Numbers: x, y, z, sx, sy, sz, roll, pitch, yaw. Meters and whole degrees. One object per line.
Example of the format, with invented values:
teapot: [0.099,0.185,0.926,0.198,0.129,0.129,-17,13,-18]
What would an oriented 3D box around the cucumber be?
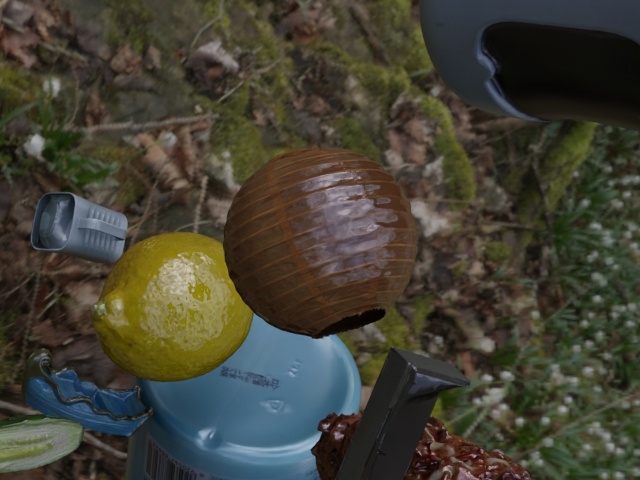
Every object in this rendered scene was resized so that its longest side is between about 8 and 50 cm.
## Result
cucumber: [-0.315,0.215,1.110,0.107,0.035,0.067,0,113,-37]

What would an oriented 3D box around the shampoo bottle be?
shampoo bottle: [-0.124,0.310,1.525,0.331,0.342,0.331,7,39,-6]

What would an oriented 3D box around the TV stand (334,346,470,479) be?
TV stand: [0.020,0.192,0.635,0.049,0.040,0.256,19,99,-23]

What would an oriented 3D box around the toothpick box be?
toothpick box: [0.248,-0.224,0.891,0.263,0.355,0.263,-14,111,-40]

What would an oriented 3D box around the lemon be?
lemon: [-0.177,0.081,1.230,0.244,0.187,0.187,-15,87,-56]

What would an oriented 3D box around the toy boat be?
toy boat: [-0.299,0.190,1.292,0.185,0.075,0.077,25,102,-38]

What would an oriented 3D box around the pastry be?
pastry: [0.081,0.196,0.818,0.097,0.208,0.115,-5,98,-33]

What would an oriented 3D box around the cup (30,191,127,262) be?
cup: [-0.377,-0.019,1.632,0.129,0.128,0.095,21,74,-53]

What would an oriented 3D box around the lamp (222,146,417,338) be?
lamp: [0.000,0.000,0.696,0.136,0.136,0.136,4,80,-23]
